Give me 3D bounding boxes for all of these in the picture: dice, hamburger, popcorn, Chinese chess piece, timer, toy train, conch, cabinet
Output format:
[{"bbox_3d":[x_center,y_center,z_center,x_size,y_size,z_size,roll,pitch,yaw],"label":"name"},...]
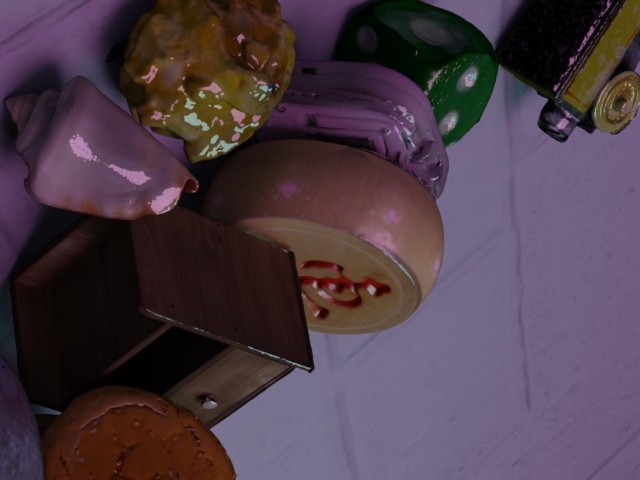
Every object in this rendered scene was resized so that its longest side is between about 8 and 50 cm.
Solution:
[{"bbox_3d":[0.098,-0.173,1.868,0.131,0.128,0.120,-14,132,-47],"label":"dice"},{"bbox_3d":[-0.173,0.232,1.572,0.213,0.214,0.108,-19,167,-42],"label":"hamburger"},{"bbox_3d":[-0.110,-0.155,1.629,0.173,0.142,0.173,-33,166,-9],"label":"popcorn"},{"bbox_3d":[0.000,0.000,1.798,0.251,0.250,0.097,66,32,-54],"label":"Chinese chess piece"},{"bbox_3d":[0.025,-0.099,1.792,0.208,0.190,0.069,66,34,-52],"label":"timer"},{"bbox_3d":[0.322,-0.244,2.088,0.177,0.134,0.261,27,97,-49],"label":"toy train"},{"bbox_3d":[-0.199,-0.074,1.569,0.094,0.176,0.104,-36,-155,42],"label":"conch"},{"bbox_3d":[-0.146,0.080,1.667,0.215,0.148,0.175,23,133,-41],"label":"cabinet"}]

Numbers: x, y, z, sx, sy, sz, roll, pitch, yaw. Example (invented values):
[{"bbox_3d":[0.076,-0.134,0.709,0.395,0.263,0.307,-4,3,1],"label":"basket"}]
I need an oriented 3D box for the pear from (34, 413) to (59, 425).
[{"bbox_3d":[-0.274,0.317,1.716,0.314,0.314,0.314,-32,142,-30],"label":"pear"}]

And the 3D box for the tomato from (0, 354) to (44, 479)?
[{"bbox_3d":[-0.376,0.181,1.427,0.282,0.317,0.316,-39,149,10],"label":"tomato"}]
